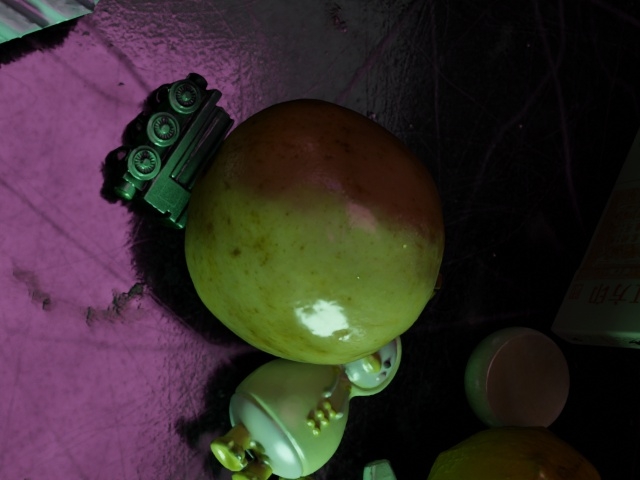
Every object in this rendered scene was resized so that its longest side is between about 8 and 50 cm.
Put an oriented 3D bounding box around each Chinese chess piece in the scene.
[{"bbox_3d":[0.258,0.185,1.414,0.144,0.058,0.144,0,90,-23],"label":"Chinese chess piece"}]

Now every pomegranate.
[{"bbox_3d":[-0.010,-0.012,1.173,0.307,0.307,0.307,1,88,-23],"label":"pomegranate"}]

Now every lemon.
[{"bbox_3d":[0.232,0.339,1.295,0.288,0.233,0.233,-24,99,-56],"label":"lemon"}]

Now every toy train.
[{"bbox_3d":[-0.165,-0.106,1.236,0.111,0.071,0.170,39,73,-27],"label":"toy train"}]

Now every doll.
[{"bbox_3d":[0.000,0.176,1.268,0.296,0.117,0.141,-39,106,-19],"label":"doll"}]

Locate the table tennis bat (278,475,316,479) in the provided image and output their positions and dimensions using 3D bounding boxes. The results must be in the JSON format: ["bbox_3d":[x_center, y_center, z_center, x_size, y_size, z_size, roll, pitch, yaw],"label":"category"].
[{"bbox_3d":[-0.075,0.428,1.271,0.198,0.050,0.321,22,84,-20],"label":"table tennis bat"}]

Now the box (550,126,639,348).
[{"bbox_3d":[0.448,-0.029,1.423,0.051,0.204,0.365,31,76,-20],"label":"box"}]

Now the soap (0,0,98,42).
[{"bbox_3d":[-0.368,-0.324,1.137,0.289,0.095,0.173,32,76,-20],"label":"soap"}]

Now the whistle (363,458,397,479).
[{"bbox_3d":[0.092,0.389,1.326,0.114,0.077,0.236,-9,89,-32],"label":"whistle"}]
